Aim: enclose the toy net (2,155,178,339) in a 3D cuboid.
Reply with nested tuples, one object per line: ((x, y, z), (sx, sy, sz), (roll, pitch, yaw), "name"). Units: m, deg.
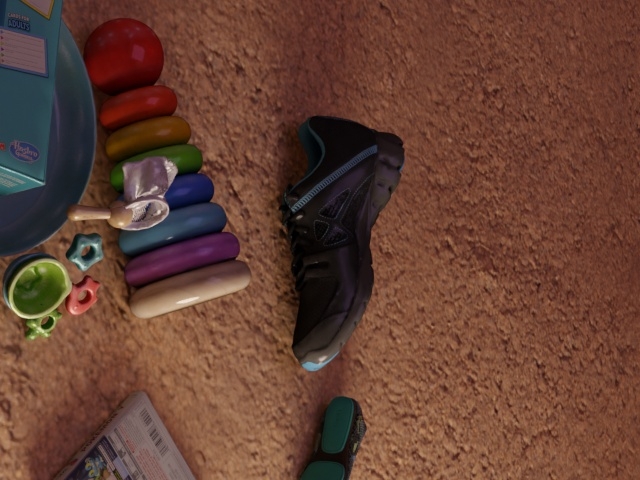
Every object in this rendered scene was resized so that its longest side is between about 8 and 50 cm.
((-0.224, 0.008, 1.480), (0.232, 0.045, 0.122), (-40, 134, -17), "toy net")

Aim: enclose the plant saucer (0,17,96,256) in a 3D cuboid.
((-0.357, -0.137, 1.442), (0.318, 0.044, 0.317), (17, 68, -49), "plant saucer")

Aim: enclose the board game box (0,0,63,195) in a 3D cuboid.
((-0.364, -0.239, 1.355), (0.254, 0.079, 0.336), (23, 63, -48), "board game box")

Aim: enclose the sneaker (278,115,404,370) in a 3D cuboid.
((0.000, 0.000, 1.835), (0.140, 0.125, 0.340), (21, 65, -18), "sneaker")

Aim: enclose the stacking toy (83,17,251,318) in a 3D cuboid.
((-0.189, -0.086, 1.594), (0.141, 0.141, 0.330), (-14, 86, -52), "stacking toy")

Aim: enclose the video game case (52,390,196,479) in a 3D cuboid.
((-0.202, 0.297, 1.555), (0.183, 0.023, 0.201), (-49, 121, -46), "video game case")

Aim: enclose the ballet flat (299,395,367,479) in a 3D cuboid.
((0.018, 0.288, 1.809), (0.070, 0.070, 0.188), (48, 51, -34), "ballet flat")
